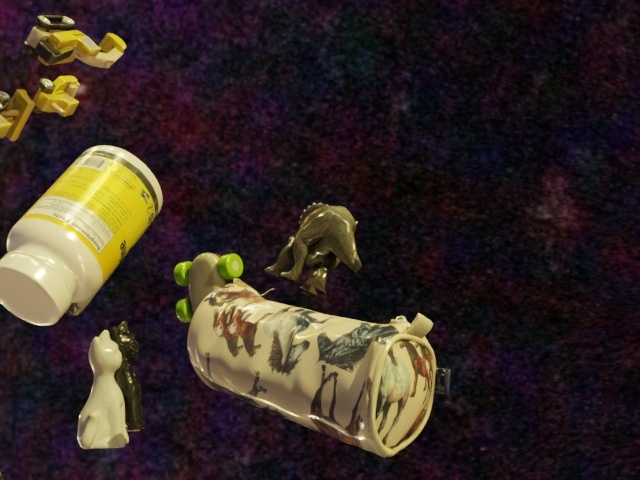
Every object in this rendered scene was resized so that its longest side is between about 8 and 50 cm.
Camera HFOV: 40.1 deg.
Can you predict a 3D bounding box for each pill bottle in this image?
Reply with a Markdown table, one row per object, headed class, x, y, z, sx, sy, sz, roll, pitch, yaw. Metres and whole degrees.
| class | x | y | z | sx | sy | sz | roll | pitch | yaw |
| --- | --- | --- | --- | --- | --- | --- | --- | --- | --- |
| pill bottle | -0.447 | -0.009 | 1.607 | 0.188 | 0.188 | 0.334 | -24 | 26 | 42 |

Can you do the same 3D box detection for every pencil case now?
| class | x | y | z | sx | sy | sz | roll | pitch | yaw |
| --- | --- | --- | --- | --- | --- | --- | --- | --- | --- |
| pencil case | -0.021 | 0.166 | 1.251 | 0.410 | 0.160 | 0.183 | 10 | 66 | 44 |

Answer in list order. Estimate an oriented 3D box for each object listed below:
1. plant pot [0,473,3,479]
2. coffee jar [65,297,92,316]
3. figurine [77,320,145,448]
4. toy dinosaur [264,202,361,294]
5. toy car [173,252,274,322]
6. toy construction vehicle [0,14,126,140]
| class | x | y | z | sx | sy | sz | roll | pitch | yaw |
| --- | --- | --- | --- | --- | --- | --- | --- | --- | --- |
| plant pot | -0.413 | 0.212 | 0.835 | 0.187 | 0.167 | 0.188 | -26 | 85 | 59 |
| coffee jar | -0.589 | 0.086 | 1.926 | 0.184 | 0.079 | 0.096 | 25 | 67 | 20 |
| figurine | -0.391 | 0.265 | 1.639 | 0.215 | 0.092 | 0.209 | -46 | -43 | -89 |
| toy dinosaur | 0.000 | 0.000 | 1.412 | 0.313 | 0.121 | 0.160 | 147 | 148 | -80 |
| toy car | -0.189 | 0.104 | 1.853 | 0.155 | 0.188 | 0.149 | -10 | 80 | 35 |
| toy construction vehicle | -0.175 | -0.100 | 0.569 | 0.035 | 0.098 | 0.086 | 41 | 111 | 7 |
